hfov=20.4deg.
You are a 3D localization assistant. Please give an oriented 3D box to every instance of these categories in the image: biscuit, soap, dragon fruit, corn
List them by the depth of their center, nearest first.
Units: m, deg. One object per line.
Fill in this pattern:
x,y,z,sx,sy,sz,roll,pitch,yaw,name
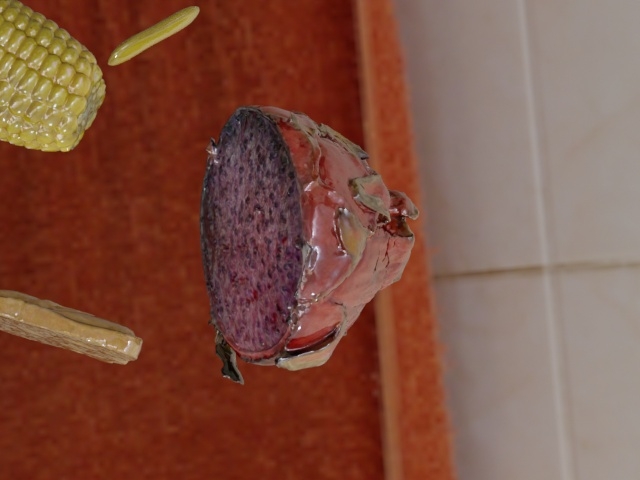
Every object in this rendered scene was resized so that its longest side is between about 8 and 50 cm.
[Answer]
-0.286,-0.155,1.187,0.305,0.106,0.106,28,176,-7,corn
-0.130,-0.160,1.386,0.089,0.012,0.034,-34,177,-30,soap
-0.223,0.070,1.486,0.162,0.035,0.250,21,172,-38,biscuit
0.001,-0.004,1.487,0.148,0.223,0.218,-3,170,-28,dragon fruit
